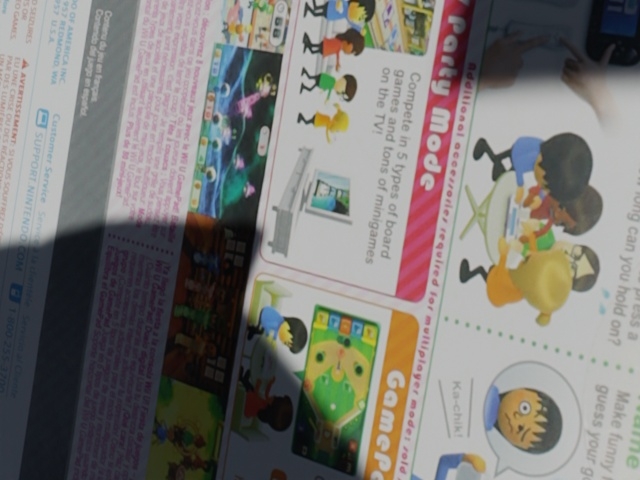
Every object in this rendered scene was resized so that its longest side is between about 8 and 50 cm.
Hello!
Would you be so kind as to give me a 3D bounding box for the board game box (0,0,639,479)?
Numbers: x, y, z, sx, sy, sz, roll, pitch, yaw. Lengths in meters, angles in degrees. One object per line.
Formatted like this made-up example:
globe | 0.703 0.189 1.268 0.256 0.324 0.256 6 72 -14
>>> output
board game box | 0.000 0.000 0.414 0.303 0.097 0.224 16 99 40
